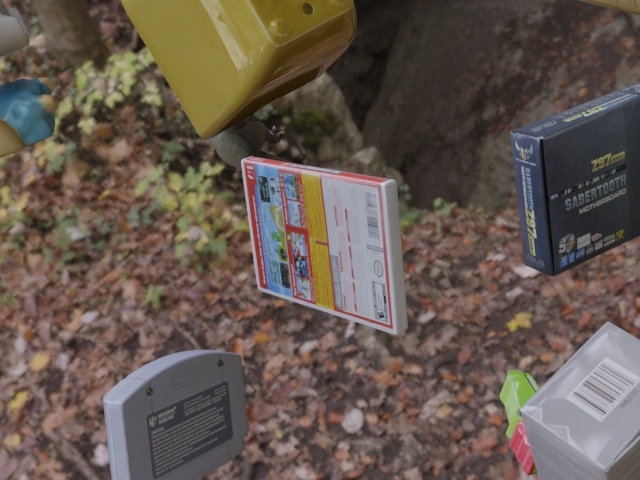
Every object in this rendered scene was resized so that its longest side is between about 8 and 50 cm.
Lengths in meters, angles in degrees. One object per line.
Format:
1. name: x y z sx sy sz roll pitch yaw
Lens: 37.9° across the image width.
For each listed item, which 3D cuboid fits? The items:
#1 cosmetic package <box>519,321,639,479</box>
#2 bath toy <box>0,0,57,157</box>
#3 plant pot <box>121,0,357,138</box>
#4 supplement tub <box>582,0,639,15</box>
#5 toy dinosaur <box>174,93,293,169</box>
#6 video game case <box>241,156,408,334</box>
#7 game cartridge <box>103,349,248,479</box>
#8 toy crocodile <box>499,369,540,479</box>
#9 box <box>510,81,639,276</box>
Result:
1. cosmetic package: 0.276 0.202 0.871 0.127 0.238 0.107 -42 45 -15
2. bath toy: -0.309 -0.217 0.653 0.129 0.348 0.151 -23 19 -7
3. plant pot: -0.031 -0.108 0.439 0.081 0.081 0.083 -34 8 -25
4. supplement tub: 0.233 -0.217 0.606 0.200 0.144 0.144 24 62 29
5. toy dinosaur: -0.144 -0.190 1.531 0.121 0.313 0.160 -8 28 32
6. video game case: 0.000 0.000 1.265 0.025 0.204 0.285 -22 24 -39
7. game cartridge: -0.217 0.275 1.436 0.060 0.196 0.294 3 9 30
8. toy crocodile: 0.337 0.333 1.299 0.105 0.115 0.340 -14 55 -17
9. box: 0.350 -0.081 1.166 0.233 0.183 0.059 -22 25 -24
